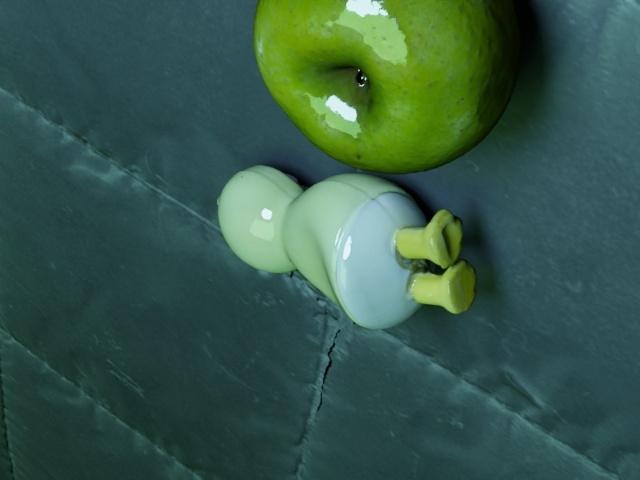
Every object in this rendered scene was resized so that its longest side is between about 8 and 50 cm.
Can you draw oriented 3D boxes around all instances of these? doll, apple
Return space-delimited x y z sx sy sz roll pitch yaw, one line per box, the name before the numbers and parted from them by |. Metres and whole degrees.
doll | 0.008 -0.008 1.193 0.296 0.117 0.141 26 149 47
apple | 0.050 -0.145 0.956 0.196 0.157 0.196 27 142 24
